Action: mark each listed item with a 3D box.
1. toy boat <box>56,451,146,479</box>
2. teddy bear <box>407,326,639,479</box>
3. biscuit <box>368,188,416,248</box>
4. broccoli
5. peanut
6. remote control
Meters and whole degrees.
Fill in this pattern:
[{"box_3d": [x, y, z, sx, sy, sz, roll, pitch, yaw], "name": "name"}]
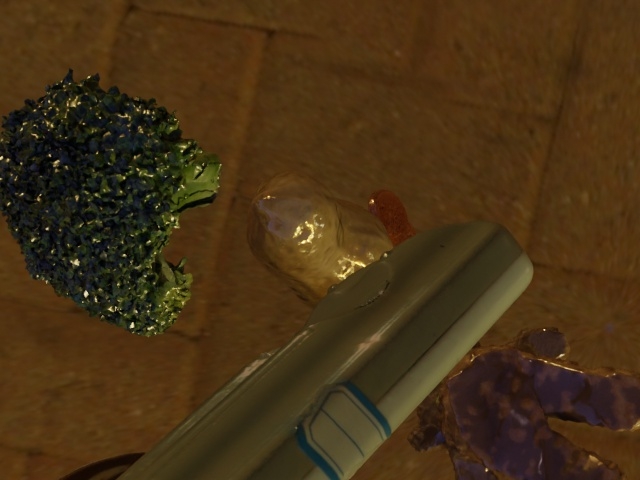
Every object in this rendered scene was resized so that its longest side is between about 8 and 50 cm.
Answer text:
[{"box_3d": [-0.270, 0.341, 1.999, 0.262, 0.115, 0.114, -24, 55, -29], "name": "toy boat"}, {"box_3d": [0.246, 0.221, 1.961, 0.296, 0.222, 0.246, 18, 84, 18], "name": "teddy bear"}, {"box_3d": [0.078, -0.010, 1.772, 0.015, 0.078, 0.091, -19, 72, 32], "name": "biscuit"}, {"box_3d": [-0.145, -0.035, 1.301, 0.194, 0.194, 0.219, -14, 94, 9], "name": "broccoli"}, {"box_3d": [0.000, 0.000, 1.556, 0.120, 0.236, 0.110, 38, 85, 27], "name": "peanut"}, {"box_3d": [-0.018, 0.087, 0.762, 0.065, 0.335, 0.128, 52, 131, -2], "name": "remote control"}]
